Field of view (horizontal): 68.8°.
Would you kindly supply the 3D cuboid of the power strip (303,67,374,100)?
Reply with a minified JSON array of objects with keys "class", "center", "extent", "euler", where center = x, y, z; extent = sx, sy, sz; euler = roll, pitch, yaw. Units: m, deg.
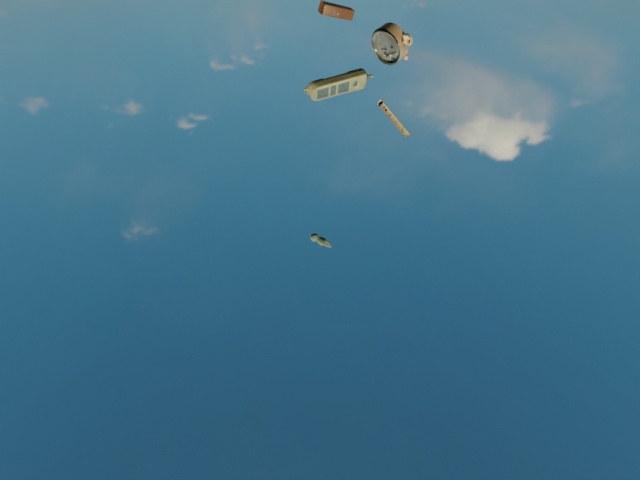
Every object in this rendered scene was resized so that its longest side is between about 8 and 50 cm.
[{"class":"power strip","center":[0.049,-0.387,1.160],"extent":[0.191,0.047,0.030],"euler":[-20,-121,-16]}]

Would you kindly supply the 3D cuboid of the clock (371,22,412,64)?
[{"class":"clock","center":[0.275,-0.780,1.865],"extent":[0.063,0.155,0.229],"euler":[-39,-148,-19]}]

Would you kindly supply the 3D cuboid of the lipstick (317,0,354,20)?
[{"class":"lipstick","center":[0.064,-0.917,1.867],"extent":[0.145,0.045,0.045],"euler":[-6,-133,-32]}]

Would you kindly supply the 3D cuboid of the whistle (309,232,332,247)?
[{"class":"whistle","center":[0.000,0.000,1.873],"extent":[0.100,0.035,0.035],"euler":[27,-137,-8]}]

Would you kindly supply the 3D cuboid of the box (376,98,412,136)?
[{"class":"box","center":[0.372,-0.602,2.340],"extent":[0.247,0.033,0.129],"euler":[49,-165,-3]}]
